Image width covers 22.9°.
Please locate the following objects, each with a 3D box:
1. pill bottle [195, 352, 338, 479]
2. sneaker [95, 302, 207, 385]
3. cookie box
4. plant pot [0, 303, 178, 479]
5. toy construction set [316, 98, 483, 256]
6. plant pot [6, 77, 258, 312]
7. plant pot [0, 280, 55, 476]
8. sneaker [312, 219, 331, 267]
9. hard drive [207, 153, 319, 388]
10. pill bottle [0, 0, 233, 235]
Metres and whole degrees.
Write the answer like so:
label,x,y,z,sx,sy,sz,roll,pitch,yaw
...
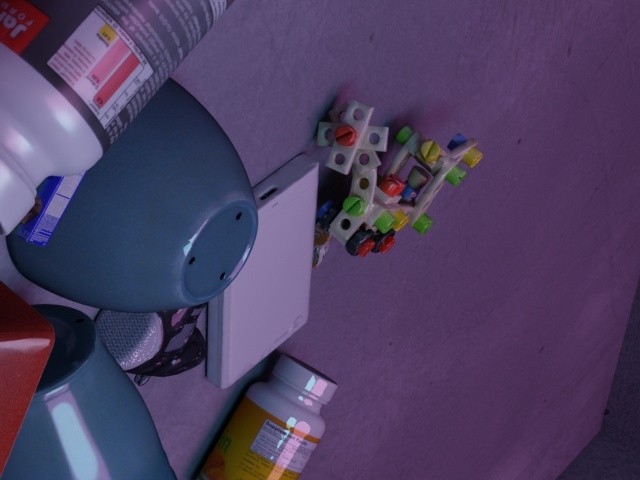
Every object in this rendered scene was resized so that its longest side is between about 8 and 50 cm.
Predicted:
label,x,y,z,sx,sy,sz,roll,pitch,yaw
pill bottle,-0.077,0.303,2.427,0.246,0.136,0.136,-60,154,0
sneaker,-0.178,0.073,2.058,0.268,0.101,0.153,-49,153,-8
cookie box,-0.310,-0.062,1.685,0.107,0.091,0.040,-61,157,2
plant pot,-0.314,0.224,1.805,0.271,0.271,0.255,-38,133,-37
toy construction set,0.100,-0.089,2.317,0.215,0.151,0.327,-51,152,14
plant pot,-0.188,-0.030,1.818,0.290,0.195,0.290,-41,149,-32
plant pot,-0.452,0.132,1.472,0.235,0.267,0.267,7,111,-51
sneaker,0.000,0.000,2.378,0.083,0.032,0.037,-66,167,24
hard drive,-0.083,0.047,2.261,0.203,0.040,0.308,-38,146,-37
pill bottle,-0.250,-0.194,1.517,0.363,0.210,0.210,-52,153,-16
